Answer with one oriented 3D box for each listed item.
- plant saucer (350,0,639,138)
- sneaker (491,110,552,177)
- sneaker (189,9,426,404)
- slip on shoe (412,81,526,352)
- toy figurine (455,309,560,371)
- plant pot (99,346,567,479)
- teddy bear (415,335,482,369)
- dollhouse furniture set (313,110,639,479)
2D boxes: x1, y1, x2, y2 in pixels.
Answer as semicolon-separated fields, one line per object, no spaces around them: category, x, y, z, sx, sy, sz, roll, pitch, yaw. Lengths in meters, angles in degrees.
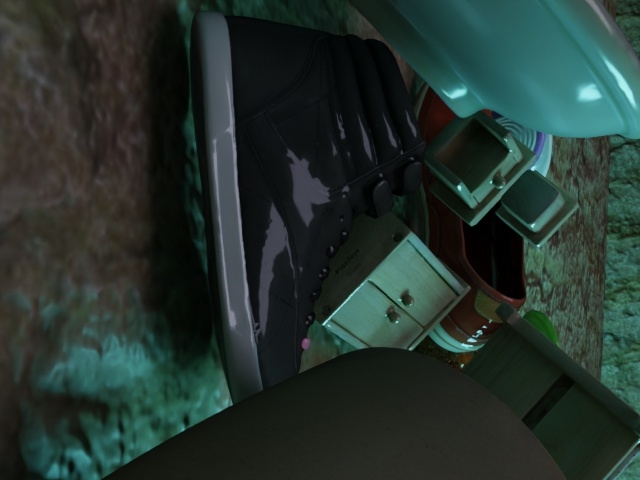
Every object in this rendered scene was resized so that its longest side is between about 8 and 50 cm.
plant saucer;0.065;-0.196;0.672;0.400;0.100;0.400;45;11;-12
sneaker;0.265;-0.186;1.277;0.152;0.114;0.305;-12;102;-65
sneaker;0.000;0.000;0.615;0.104;0.146;0.296;-158;-117;-76
slip on shoe;0.160;-0.049;0.985;0.123;0.101;0.331;21;54;-27
toy figurine;0.143;0.160;0.872;0.130;0.159;0.173;161;-78;-73
plant pot;-0.051;0.197;0.421;0.274;0.256;0.257;-8;99;-41
teddy bear;0.149;0.120;1.066;0.245;0.113;0.338;46;41;-65
dollhouse furniture set;0.161;0.124;0.742;0.303;0.355;0.174;-47;150;2
